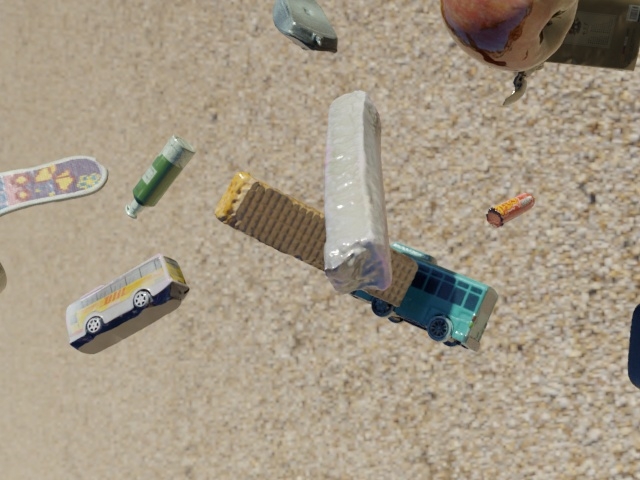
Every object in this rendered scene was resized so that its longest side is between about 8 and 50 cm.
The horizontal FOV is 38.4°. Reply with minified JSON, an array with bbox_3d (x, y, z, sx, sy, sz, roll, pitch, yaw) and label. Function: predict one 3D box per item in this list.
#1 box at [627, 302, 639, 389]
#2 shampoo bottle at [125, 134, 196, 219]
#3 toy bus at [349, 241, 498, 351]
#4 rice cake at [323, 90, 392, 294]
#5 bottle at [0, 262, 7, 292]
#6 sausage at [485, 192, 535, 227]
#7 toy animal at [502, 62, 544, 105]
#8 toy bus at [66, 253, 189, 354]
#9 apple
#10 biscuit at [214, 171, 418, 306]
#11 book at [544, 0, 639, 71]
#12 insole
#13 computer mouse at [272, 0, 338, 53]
[{"bbox_3d":[0.623,0.188,1.554,0.201,0.042,0.213,10,127,31],"label":"box"},{"bbox_3d":[-0.353,-0.131,1.985,0.204,0.065,0.065,-51,39,13],"label":"shampoo bottle"},{"bbox_3d":[0.192,0.102,1.733,0.256,0.128,0.147,23,86,24],"label":"toy bus"},{"bbox_3d":[0.043,-0.066,1.058,0.399,0.064,0.070,-88,-24,-56],"label":"rice cake"},{"bbox_3d":[-0.631,0.115,1.491,0.253,0.120,0.120,-58,-4,-47],"label":"bottle"},{"bbox_3d":[0.421,-0.071,1.990,0.050,0.145,0.048,8,115,50],"label":"sausage"},{"bbox_3d":[0.392,-0.373,1.831,0.186,0.214,0.094,-15,45,40],"label":"toy animal"},{"bbox_3d":[-0.259,0.084,1.223,0.172,0.057,0.072,-29,65,14],"label":"toy bus"},{"bbox_3d":[0.265,-0.340,1.301,0.174,0.188,0.188,44,133,24],"label":"apple"},{"bbox_3d":[0.000,0.000,1.539,0.094,0.378,0.054,-62,30,4],"label":"biscuit"},{"bbox_3d":[0.500,-0.390,1.701,0.016,0.198,0.138,-103,20,-70],"label":"book"},{"bbox_3d":[-0.285,-0.041,0.808,0.004,0.197,0.065,95,158,-50],"label":"insole"},{"bbox_3d":[-0.033,-0.402,1.752,0.068,0.113,0.229,-61,28,30],"label":"computer mouse"}]
